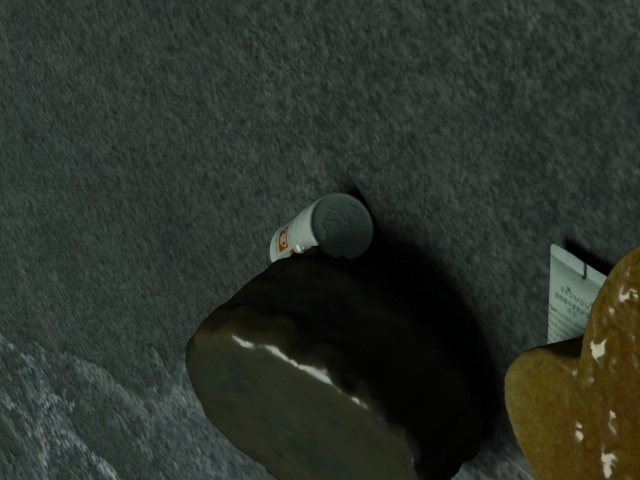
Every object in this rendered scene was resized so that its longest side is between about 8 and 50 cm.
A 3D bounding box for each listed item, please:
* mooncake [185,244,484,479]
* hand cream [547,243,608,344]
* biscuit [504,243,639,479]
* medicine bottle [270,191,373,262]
[{"bbox_3d":[0.016,0.110,1.405,0.228,0.124,0.228,30,150,20],"label":"mooncake"},{"bbox_3d":[0.176,0.095,1.246,0.067,0.042,0.195,42,141,48],"label":"hand cream"},{"bbox_3d":[0.228,0.145,1.124,0.287,0.057,0.344,23,122,48],"label":"biscuit"},{"bbox_3d":[0.000,0.000,1.447,0.057,0.057,0.089,62,153,3],"label":"medicine bottle"}]
